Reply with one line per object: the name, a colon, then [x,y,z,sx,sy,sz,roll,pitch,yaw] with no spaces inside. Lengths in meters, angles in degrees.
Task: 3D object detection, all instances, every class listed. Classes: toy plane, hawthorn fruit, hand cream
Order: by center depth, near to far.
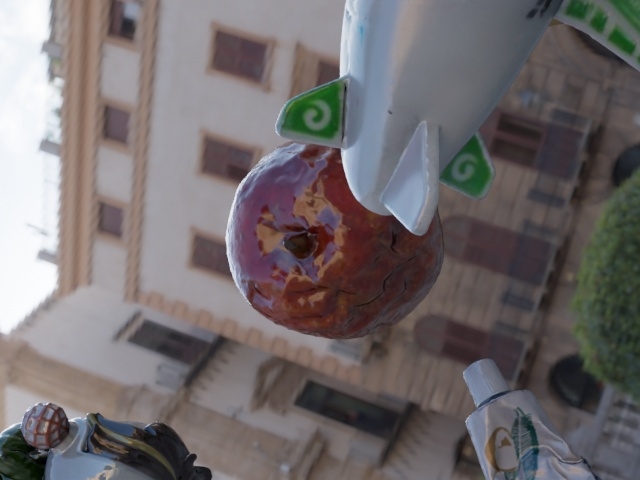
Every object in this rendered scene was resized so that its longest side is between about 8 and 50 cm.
toy plane: [0.050,-0.089,0.408,0.080,0.174,0.174,-130,52,-66]
hand cream: [0.153,0.178,0.787,0.084,0.257,0.050,-34,-44,6]
hawthorn fruit: [0.000,0.000,1.114,0.243,0.207,0.207,-13,-59,-71]

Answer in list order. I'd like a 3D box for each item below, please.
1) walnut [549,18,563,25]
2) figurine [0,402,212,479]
walnut: [0.095,-0.194,0.622,0.206,0.159,0.159,-92,6,-49]
figurine: [-0.308,0.299,1.488,0.281,0.370,0.167,63,-148,-50]
